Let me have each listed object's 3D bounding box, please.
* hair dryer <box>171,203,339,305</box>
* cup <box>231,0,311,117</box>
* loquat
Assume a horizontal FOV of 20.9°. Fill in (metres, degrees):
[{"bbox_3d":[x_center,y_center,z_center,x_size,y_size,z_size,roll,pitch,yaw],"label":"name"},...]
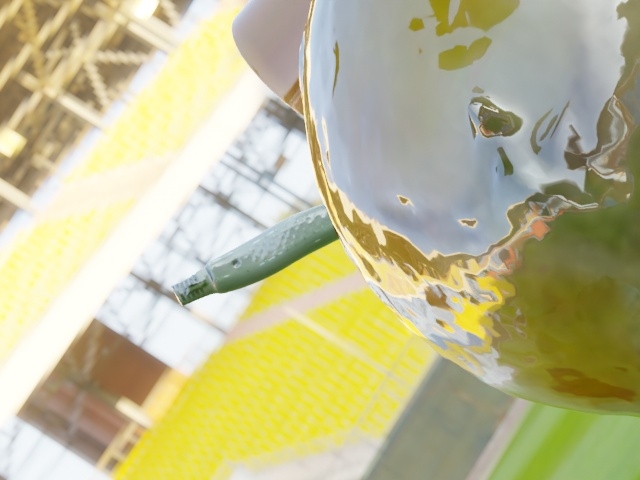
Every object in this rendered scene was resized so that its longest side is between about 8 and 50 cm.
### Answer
[{"bbox_3d":[0.024,-0.003,1.338,0.225,0.088,0.219,-34,-21,19],"label":"hair dryer"},{"bbox_3d":[0.059,-0.215,1.370,0.264,0.182,0.226,-53,27,25],"label":"cup"},{"bbox_3d":[0.081,-0.045,0.529,0.179,0.179,0.227,-59,30,8],"label":"loquat"}]
